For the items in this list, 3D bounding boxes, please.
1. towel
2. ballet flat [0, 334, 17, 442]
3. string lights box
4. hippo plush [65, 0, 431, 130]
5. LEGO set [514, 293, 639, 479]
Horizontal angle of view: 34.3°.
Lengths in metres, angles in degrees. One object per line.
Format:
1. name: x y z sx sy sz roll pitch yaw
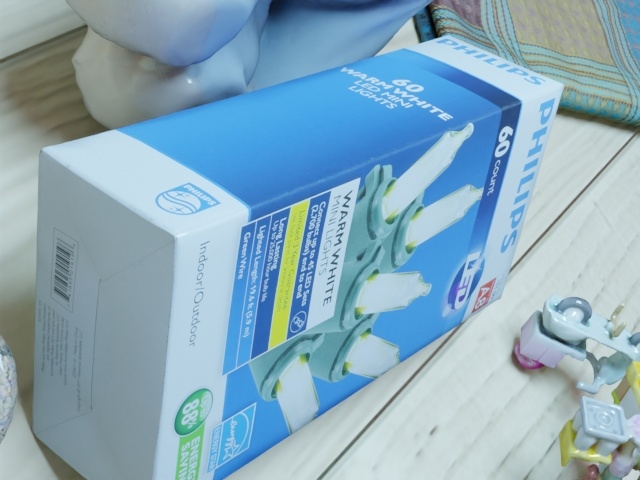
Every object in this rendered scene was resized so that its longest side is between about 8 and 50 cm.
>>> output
1. towel: 0.198 -0.219 0.827 0.370 0.040 0.271 4 65 -40
2. ballet flat: -0.216 0.083 0.262 0.316 0.106 0.107 -28 89 -45
3. string lights box: 0.000 0.000 0.467 0.076 0.133 0.259 30 36 30
4. hippo plush: -0.030 -0.210 0.471 0.236 0.294 0.234 59 17 13
5. LEGO set: 0.142 0.159 0.535 0.132 0.107 0.287 23 39 4
